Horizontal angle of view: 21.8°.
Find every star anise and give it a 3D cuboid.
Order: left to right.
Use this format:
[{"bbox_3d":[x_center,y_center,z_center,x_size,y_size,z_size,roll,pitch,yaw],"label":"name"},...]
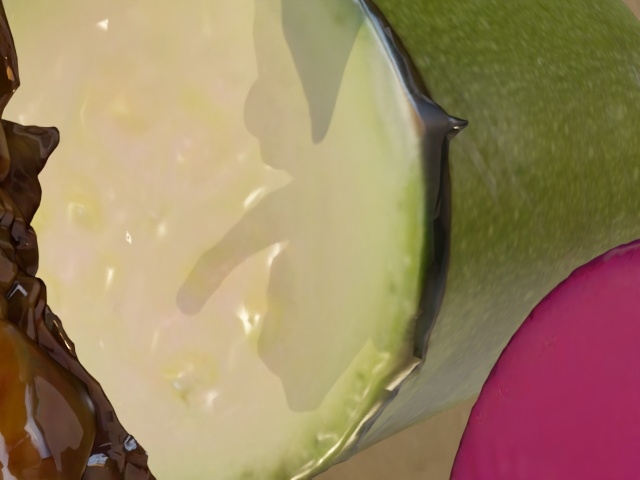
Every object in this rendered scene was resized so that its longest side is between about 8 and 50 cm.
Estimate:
[{"bbox_3d":[-0.112,0.013,0.445,0.111,0.196,0.212,-15,110,-6],"label":"star anise"}]

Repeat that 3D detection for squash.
[{"bbox_3d":[0.010,-0.033,0.806,0.263,0.384,0.263,3,97,25],"label":"squash"}]

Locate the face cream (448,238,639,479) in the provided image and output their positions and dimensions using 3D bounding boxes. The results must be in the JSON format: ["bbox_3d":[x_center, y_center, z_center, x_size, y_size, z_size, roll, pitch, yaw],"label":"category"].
[{"bbox_3d":[0.144,0.092,0.352,0.195,0.175,0.175,6,127,-22],"label":"face cream"}]
